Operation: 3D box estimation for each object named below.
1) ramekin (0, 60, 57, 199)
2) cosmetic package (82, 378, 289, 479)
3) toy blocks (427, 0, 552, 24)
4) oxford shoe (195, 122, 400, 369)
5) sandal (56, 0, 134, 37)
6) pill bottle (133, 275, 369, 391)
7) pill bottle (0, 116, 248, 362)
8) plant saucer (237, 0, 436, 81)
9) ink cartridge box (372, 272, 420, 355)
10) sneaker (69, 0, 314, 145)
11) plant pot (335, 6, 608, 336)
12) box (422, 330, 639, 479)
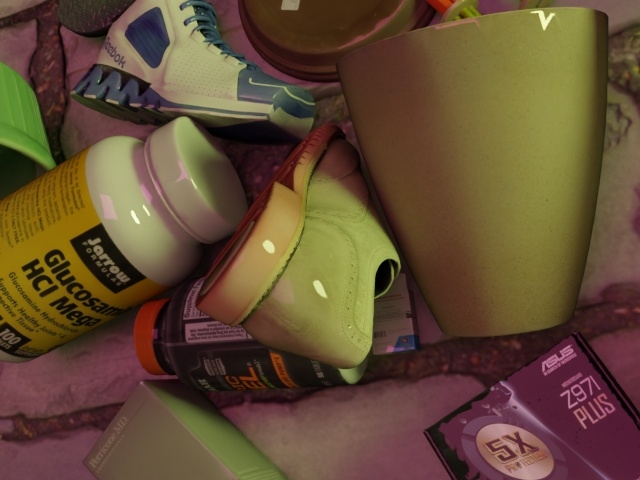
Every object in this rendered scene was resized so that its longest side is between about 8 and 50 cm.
[{"bbox_3d":[-0.482,-0.106,0.999,0.303,0.303,0.148,-23,64,15],"label":"ramekin"},{"bbox_3d":[-0.130,0.270,0.884,0.238,0.107,0.127,37,96,21],"label":"cosmetic package"},{"bbox_3d":[0.171,-0.291,0.909,0.123,0.054,0.148,-40,68,9],"label":"toy blocks"},{"bbox_3d":[0.000,0.000,0.783,0.147,0.397,0.140,36,116,-6],"label":"oxford shoe"},{"bbox_3d":[-0.237,-0.356,1.090,0.254,0.054,0.097,-37,75,0],"label":"sandal"},{"bbox_3d":[-0.079,0.098,0.884,0.246,0.130,0.130,-6,77,20],"label":"pill bottle"},{"bbox_3d":[-0.260,-0.004,0.940,0.334,0.188,0.187,-27,70,16],"label":"pill bottle"},{"bbox_3d":[0.018,-0.330,0.986,0.278,0.041,0.277,-4,78,21],"label":"plant saucer"},{"bbox_3d":[0.079,0.081,0.881,0.048,0.028,0.083,-10,76,18],"label":"ink cartridge box"},{"bbox_3d":[-0.155,-0.229,0.984,0.316,0.127,0.182,13,86,25],"label":"sneaker"},{"bbox_3d":[0.159,-0.053,0.781,0.257,0.256,0.273,-7,93,20],"label":"plant pot"},{"bbox_3d":[0.217,0.198,0.776,0.180,0.077,0.147,-35,68,11],"label":"box"}]
